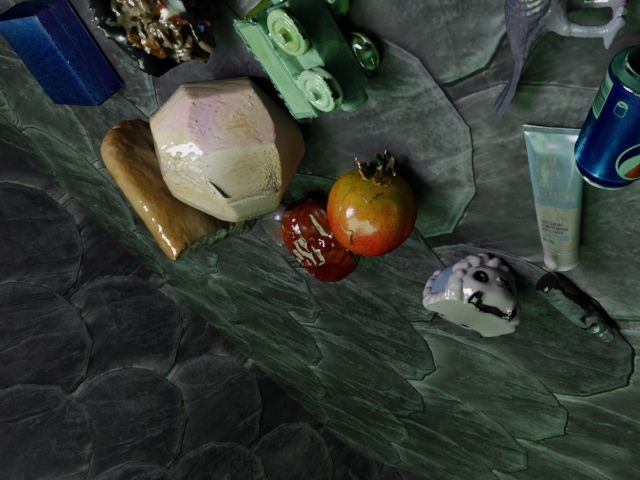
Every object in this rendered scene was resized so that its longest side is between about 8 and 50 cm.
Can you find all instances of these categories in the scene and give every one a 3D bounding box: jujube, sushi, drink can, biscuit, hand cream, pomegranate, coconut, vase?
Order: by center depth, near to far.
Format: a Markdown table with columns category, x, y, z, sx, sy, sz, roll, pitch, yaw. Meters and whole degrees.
| category | x | y | z | sx | sy | sz | roll | pitch | yaw |
| --- | --- | --- | --- | --- | --- | --- | --- | --- | --- |
| drink can | 0.448 | -0.173 | 0.802 | 0.118 | 0.118 | 0.205 | 25 | 152 | 20 |
| hand cream | 0.440 | -0.074 | 1.021 | 0.111 | 0.070 | 0.312 | 16 | 143 | 41 |
| sushi | -0.318 | -0.475 | 1.109 | 0.218 | 0.225 | 0.238 | -31 | 153 | 34 |
| vase | 0.574 | 0.155 | 1.230 | 0.211 | 0.060 | 0.060 | 39 | 152 | -8 |
| pomegranate | 0.113 | -0.078 | 1.234 | 0.210 | 0.210 | 0.235 | 19 | 123 | 29 |
| coconut | -0.207 | -0.207 | 1.292 | 0.352 | 0.353 | 0.353 | 27 | 151 | 16 |
| biscuit | -0.366 | -0.160 | 1.485 | 0.104 | 0.429 | 0.446 | -44 | 77 | 26 |
| jujube | 0.000 | 0.000 | 1.512 | 0.174 | 0.174 | 0.250 | -6 | 126 | 52 |

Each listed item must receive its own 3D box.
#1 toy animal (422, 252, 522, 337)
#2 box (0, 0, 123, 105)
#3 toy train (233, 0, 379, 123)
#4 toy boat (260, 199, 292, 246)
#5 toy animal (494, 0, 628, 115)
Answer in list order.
| category | x | y | z | sx | sy | sz | roll | pitch | yaw |
| --- | --- | --- | --- | --- | --- | --- | --- | --- | --- |
| toy animal | 0.365 | 0.121 | 1.312 | 0.208 | 0.156 | 0.204 | 24 | 151 | -14 |
| box | -0.744 | -0.531 | 1.576 | 0.261 | 0.116 | 0.279 | 14 | 146 | 37 |
| toy train | -0.020 | -0.352 | 1.016 | 0.188 | 0.159 | 0.272 | 13 | 146 | 53 |
| toy boat | -0.094 | -0.047 | 1.661 | 0.155 | 0.085 | 0.227 | 20 | 160 | 23 |
| toy animal | 0.320 | -0.318 | 0.765 | 0.205 | 0.081 | 0.367 | 11 | 151 | 31 |
